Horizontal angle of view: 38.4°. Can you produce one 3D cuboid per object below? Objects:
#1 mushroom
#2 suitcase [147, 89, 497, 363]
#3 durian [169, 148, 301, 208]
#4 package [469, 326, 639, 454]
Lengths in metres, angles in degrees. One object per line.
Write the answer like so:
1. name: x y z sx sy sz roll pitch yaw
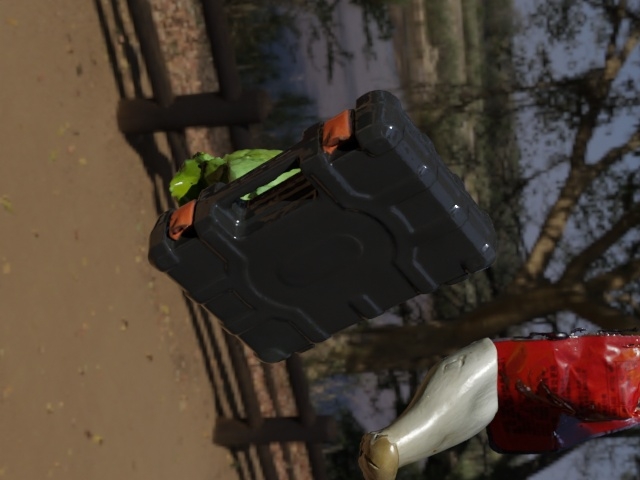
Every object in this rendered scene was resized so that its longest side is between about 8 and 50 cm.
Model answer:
1. mushroom: 0.133 0.205 1.094 0.093 0.225 0.116 47 -21 32
2. suitcase: 0.000 0.000 0.874 0.206 0.285 0.066 46 30 -31
3. durian: -0.031 -0.010 1.175 0.256 0.339 0.204 -122 -139 -79
4. package: 0.339 0.198 1.203 0.071 0.269 0.194 -68 147 -70
